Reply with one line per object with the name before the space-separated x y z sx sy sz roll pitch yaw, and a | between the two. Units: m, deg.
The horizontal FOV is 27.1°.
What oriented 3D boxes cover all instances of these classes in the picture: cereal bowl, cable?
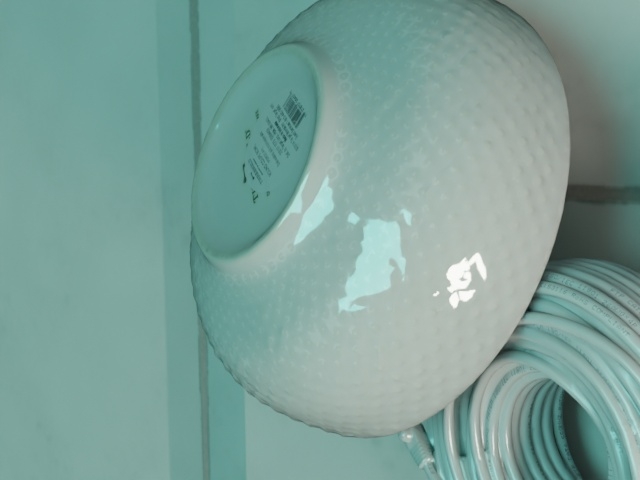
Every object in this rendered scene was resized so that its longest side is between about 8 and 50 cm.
cereal bowl | 0.008 -0.039 0.941 0.339 0.141 0.339 -34 46 44
cable | 0.173 0.140 0.887 0.257 0.089 0.257 64 144 20
